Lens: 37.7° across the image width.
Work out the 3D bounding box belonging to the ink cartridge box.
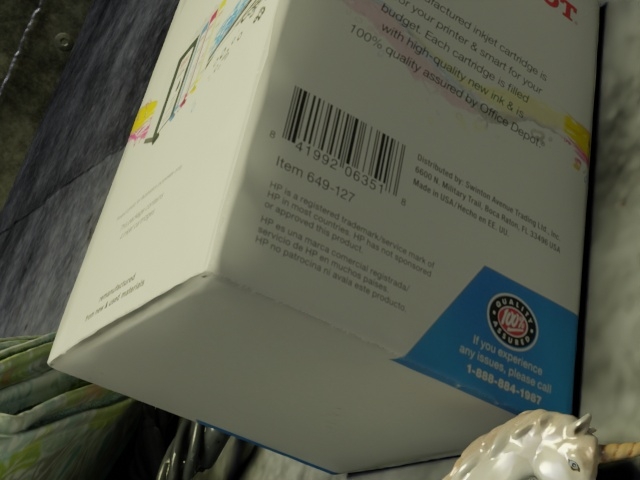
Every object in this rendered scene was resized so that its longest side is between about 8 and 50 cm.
[{"bbox_3d":[0.009,-0.033,0.447,0.168,0.171,0.232,-29,41,52],"label":"ink cartridge box"}]

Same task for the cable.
[{"bbox_3d":[-0.099,0.136,0.659,0.184,0.047,0.150,-144,72,-74],"label":"cable"}]

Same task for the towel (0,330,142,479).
[{"bbox_3d":[-0.270,0.227,0.656,0.374,0.090,0.320,-58,-8,3],"label":"towel"}]

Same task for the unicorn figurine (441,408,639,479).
[{"bbox_3d":[0.049,0.122,0.345,0.162,0.060,0.111,-36,25,56],"label":"unicorn figurine"}]
